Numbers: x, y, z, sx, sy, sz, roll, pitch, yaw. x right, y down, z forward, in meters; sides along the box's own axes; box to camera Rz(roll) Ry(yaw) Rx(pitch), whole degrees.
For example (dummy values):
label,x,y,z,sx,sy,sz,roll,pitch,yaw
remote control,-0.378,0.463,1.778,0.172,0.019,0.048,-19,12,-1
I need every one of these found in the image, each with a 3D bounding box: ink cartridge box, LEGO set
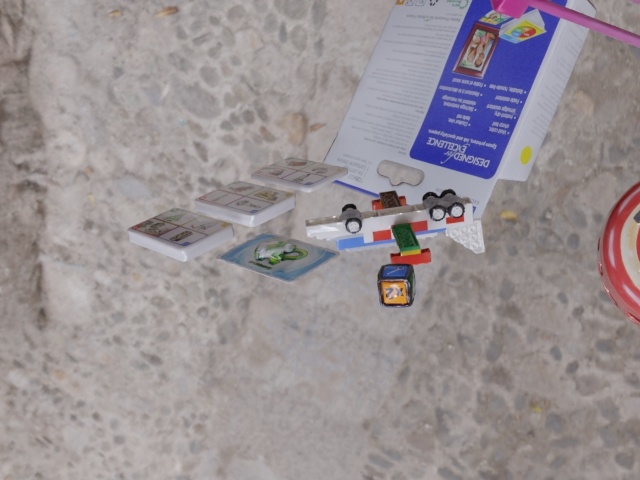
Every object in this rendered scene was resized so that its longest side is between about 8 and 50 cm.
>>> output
label,x,y,z,sx,sy,sz,roll,pitch,yaw
ink cartridge box,0.164,-0.181,1.057,0.303,0.072,0.307,24,93,48
LEGO set,0.000,0.000,0.610,0.244,0.182,0.060,15,123,42

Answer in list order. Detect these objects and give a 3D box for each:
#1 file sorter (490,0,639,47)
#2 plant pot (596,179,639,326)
label,x,y,z,sx,sy,sz,roll,pitch,yaw
file sorter,0.222,-0.292,0.558,0.182,0.291,0.202,14,136,-18
plant pot,0.393,0.010,0.868,0.191,0.174,0.191,-3,81,21
